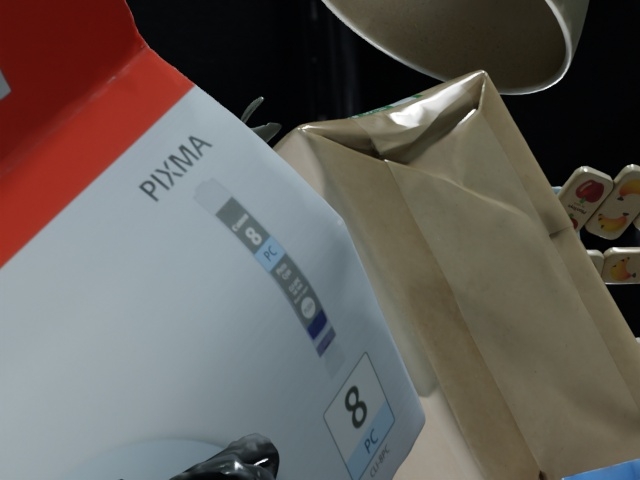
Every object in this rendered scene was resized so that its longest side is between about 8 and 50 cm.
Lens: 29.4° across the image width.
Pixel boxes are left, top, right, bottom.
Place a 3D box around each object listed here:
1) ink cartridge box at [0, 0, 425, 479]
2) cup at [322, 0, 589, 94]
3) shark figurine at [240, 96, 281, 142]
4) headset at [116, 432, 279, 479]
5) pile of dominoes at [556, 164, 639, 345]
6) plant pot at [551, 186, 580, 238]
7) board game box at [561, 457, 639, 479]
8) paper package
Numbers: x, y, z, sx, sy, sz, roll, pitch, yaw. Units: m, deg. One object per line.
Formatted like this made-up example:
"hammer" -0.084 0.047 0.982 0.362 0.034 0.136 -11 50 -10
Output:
"ink cartridge box" -0.106 0.040 0.520 0.308 0.091 0.385 -51 -50 -40
"cup" 0.168 -0.351 1.336 0.331 0.331 0.237 42 -111 -38
"shark figurine" -0.024 0.000 1.158 0.166 0.278 0.116 -50 -39 7
"headset" -0.037 0.241 0.248 0.243 0.185 0.394 11 -139 -12
"pile of dominoes" 0.266 0.032 0.869 0.251 0.040 0.196 -2 -50 -5
"plant pot" 0.199 0.109 1.448 0.252 0.247 0.247 51 -146 -65
"board game box" 0.172 0.187 0.660 0.168 0.033 0.133 -5 -104 -35
"paper package" 0.041 0.093 0.866 0.168 0.325 0.309 -23 -100 -34
